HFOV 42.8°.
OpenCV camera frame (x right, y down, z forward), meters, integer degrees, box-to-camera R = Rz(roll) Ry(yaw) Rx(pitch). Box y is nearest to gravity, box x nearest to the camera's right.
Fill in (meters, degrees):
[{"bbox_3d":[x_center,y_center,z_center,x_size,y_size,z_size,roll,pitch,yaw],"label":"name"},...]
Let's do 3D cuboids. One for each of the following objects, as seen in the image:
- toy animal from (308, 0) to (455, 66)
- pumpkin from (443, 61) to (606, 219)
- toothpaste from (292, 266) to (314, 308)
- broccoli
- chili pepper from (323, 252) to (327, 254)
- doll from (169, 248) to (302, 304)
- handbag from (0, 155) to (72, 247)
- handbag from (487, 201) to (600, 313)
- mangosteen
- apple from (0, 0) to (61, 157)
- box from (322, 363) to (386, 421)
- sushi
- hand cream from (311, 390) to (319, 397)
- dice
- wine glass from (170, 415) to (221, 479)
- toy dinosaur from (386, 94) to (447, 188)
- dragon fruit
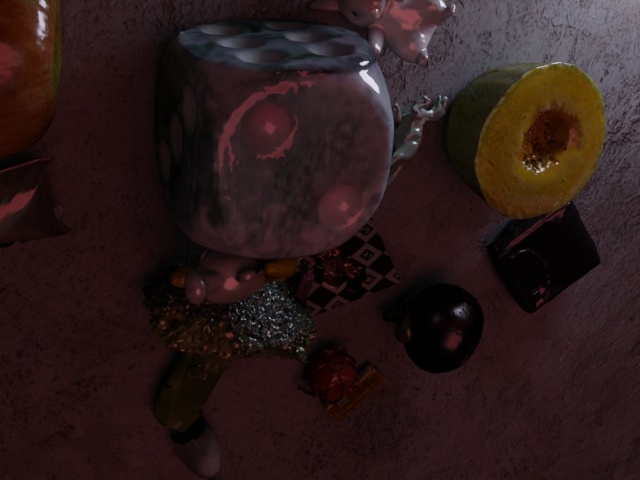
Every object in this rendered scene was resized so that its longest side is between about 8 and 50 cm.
[{"bbox_3d":[0.100,-0.422,1.479,0.283,0.138,0.140,16,113,-32],"label":"toy animal"},{"bbox_3d":[0.412,-0.224,1.732,0.333,0.199,0.332,-12,115,-26],"label":"pumpkin"},{"bbox_3d":[-0.043,0.122,1.769,0.045,0.028,0.169,5,131,-17],"label":"toothpaste"},{"bbox_3d":[-0.242,0.207,1.652,0.397,0.274,0.353,-27,111,14],"label":"broccoli"},{"bbox_3d":[0.000,-0.001,1.678,0.030,0.017,0.083,4,139,18],"label":"chili pepper"},{"bbox_3d":[-0.150,0.050,1.436,0.252,0.237,0.110,-12,99,-27],"label":"doll"},{"bbox_3d":[-0.567,-0.038,1.379,0.271,0.117,0.182,-18,132,-18],"label":"handbag"},{"bbox_3d":[0.545,0.031,2.001,0.244,0.088,0.275,-39,131,1],"label":"handbag"},{"bbox_3d":[0.270,0.196,1.893,0.216,0.216,0.216,-12,122,-21],"label":"mangosteen"},{"bbox_3d":[-0.506,-0.270,1.177,0.250,0.277,0.309,5,107,-14],"label":"apple"},{"bbox_3d":[0.084,0.372,1.990,0.156,0.022,0.089,-42,138,1],"label":"box"},{"bbox_3d":[0.009,0.024,1.746,0.264,0.050,0.290,-22,129,11],"label":"sushi"},{"bbox_3d":[0.026,0.361,1.967,0.102,0.022,0.035,-9,122,-28],"label":"hand cream"},{"bbox_3d":[-0.089,-0.186,1.398,0.331,0.328,0.348,-5,119,-25],"label":"dice"},{"bbox_3d":[-0.176,0.495,1.890,0.264,0.096,0.309,-25,125,-10],"label":"wine glass"},{"bbox_3d":[0.175,-0.189,1.701,0.167,0.053,0.242,0,109,-35],"label":"toy dinosaur"},{"bbox_3d":[0.024,0.311,1.884,0.121,0.130,0.141,-36,134,-50],"label":"dragon fruit"}]
